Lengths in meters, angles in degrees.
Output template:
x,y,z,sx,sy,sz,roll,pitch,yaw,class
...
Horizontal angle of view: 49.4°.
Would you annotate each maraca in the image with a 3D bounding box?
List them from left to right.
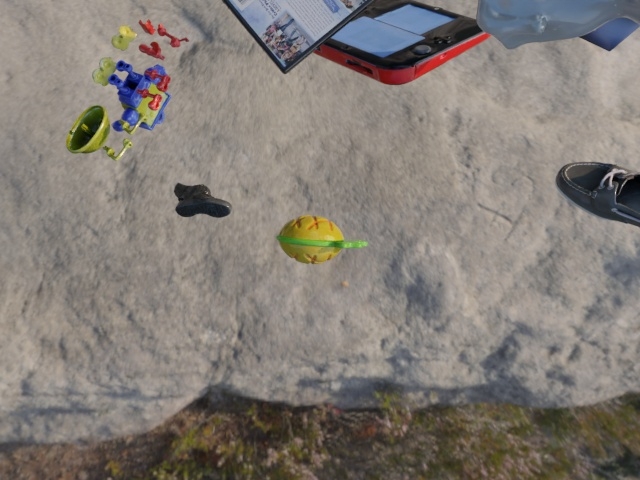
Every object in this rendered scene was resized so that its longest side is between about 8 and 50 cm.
x,y,z,sx,sy,sz,roll,pitch,yaw,class
0.000,0.000,1.405,0.186,0.127,0.099,6,99,19,maraca

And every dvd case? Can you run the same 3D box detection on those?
x,y,z,sx,sy,sz,roll,pitch,yaw,class
-0.022,-0.430,1.188,0.253,0.022,0.180,-40,90,-2,dvd case

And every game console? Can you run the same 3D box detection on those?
x,y,z,sx,sy,sz,roll,pitch,yaw,class
0.183,-0.520,1.742,0.342,0.386,0.060,-33,135,-22,game console

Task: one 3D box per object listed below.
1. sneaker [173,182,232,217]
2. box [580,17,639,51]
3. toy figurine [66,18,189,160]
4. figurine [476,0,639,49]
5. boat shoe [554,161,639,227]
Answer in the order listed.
x,y,z,sx,sy,sz,roll,pitch,yaw,class
-0.269,-0.097,1.595,0.170,0.089,0.051,-1,134,22,sneaker
0.496,-0.533,1.227,0.296,0.182,0.294,18,152,-15,box
-0.422,-0.312,1.667,0.191,0.217,0.362,19,76,18,toy figurine
0.278,-0.273,0.650,0.092,0.209,0.214,41,69,-43,figurine
0.580,-0.070,1.227,0.112,0.335,0.095,-47,152,-20,boat shoe
